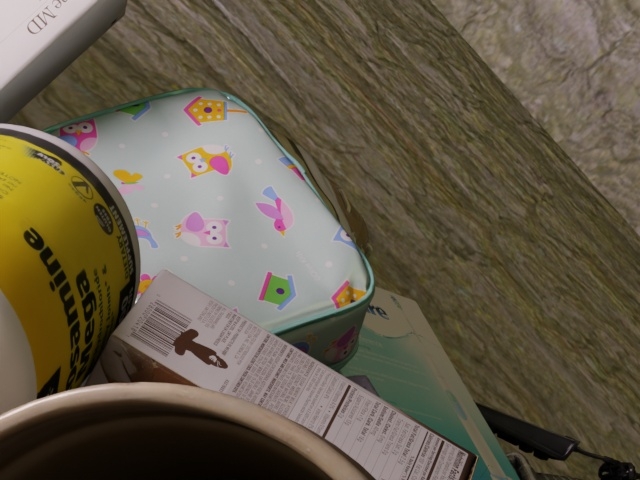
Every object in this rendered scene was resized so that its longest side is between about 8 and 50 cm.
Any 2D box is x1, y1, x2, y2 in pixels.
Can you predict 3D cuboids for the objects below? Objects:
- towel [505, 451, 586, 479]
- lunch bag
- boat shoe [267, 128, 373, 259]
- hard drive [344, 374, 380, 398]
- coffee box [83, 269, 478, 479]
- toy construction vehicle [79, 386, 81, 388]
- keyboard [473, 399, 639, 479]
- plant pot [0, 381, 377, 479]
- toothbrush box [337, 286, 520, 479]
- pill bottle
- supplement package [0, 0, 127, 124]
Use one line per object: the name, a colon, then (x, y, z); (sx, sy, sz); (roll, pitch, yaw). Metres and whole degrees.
towel: (0.240, 0.329, 1.660); (0.235, 0.121, 0.284); (16, 37, -57)
lunch bag: (-0.111, 0.009, 1.438); (0.224, 0.108, 0.279); (-21, 55, -25)
boat shoe: (0.000, 0.000, 1.797); (0.103, 0.113, 0.302); (28, 26, -31)
hard drive: (-0.037, 0.195, 1.307); (0.254, 0.054, 0.172); (-12, 57, -35)
coffee box: (-0.042, 0.151, 1.195); (0.246, 0.141, 0.098); (31, 31, 0)
toy construction vehicle: (-0.193, 0.067, 1.323); (0.098, 0.086, 0.035); (40, 15, -18)
keyboard: (0.222, 0.202, 1.770); (0.201, 0.033, 0.317); (20, -3, 8)
plant pot: (-0.062, 0.244, 0.998); (0.323, 0.323, 0.280); (52, 5, 13)
toothbrush box: (0.044, 0.173, 1.543); (0.216, 0.126, 0.295); (20, 34, -50)
pill bottle: (-0.239, 0.056, 1.099); (0.188, 0.188, 0.334); (45, 21, -6)
supplement package: (-0.312, -0.248, 1.450); (0.293, 0.177, 0.175); (46, -10, -3)
